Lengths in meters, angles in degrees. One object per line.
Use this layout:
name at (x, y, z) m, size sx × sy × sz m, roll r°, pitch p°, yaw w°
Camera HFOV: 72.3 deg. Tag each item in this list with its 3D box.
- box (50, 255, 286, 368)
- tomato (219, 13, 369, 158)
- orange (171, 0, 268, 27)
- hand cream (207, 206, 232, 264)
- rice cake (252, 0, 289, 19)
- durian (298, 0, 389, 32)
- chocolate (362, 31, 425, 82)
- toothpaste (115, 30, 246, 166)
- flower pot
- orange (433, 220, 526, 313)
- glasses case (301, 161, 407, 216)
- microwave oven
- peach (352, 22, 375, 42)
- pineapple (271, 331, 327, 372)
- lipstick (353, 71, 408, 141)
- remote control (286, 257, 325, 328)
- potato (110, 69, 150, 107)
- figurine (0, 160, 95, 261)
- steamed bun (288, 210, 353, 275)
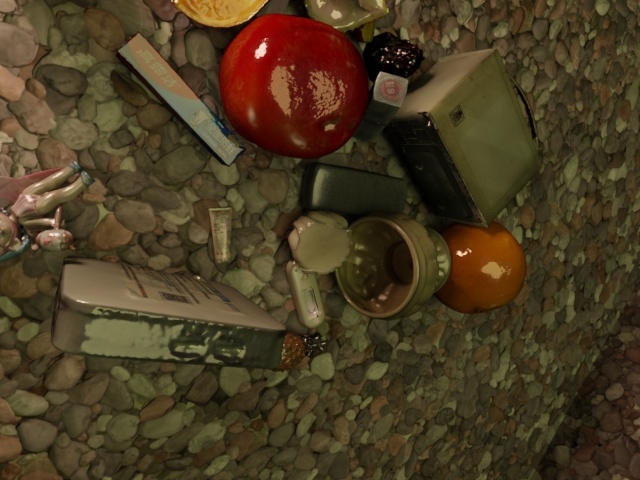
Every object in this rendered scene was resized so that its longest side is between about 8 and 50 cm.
box at (-0.307, 0.140, 0.881) m, size 0.396 × 0.396 × 0.111 m, roll 15°, pitch 92°, yaw -30°
tomato at (-0.058, -0.342, 0.984) m, size 0.325 × 0.293 × 0.290 m, roll 1°, pitch 117°, yaw -22°
orange at (-0.168, -0.600, 0.883) m, size 0.274 × 0.274 × 0.310 m, roll 29°, pitch 130°, yaw -31°
hand cream at (-0.248, -0.012, 1.094) m, size 0.061 × 0.039 × 0.143 m, roll -3°, pitch 93°, yaw -22°
rice cake at (-0.076, -0.652, 1.034) m, size 0.072 × 0.056 × 0.365 m, roll 24°, pitch 88°, yaw -29°
durian at (0.036, -0.615, 1.055) m, size 0.249 × 0.183 × 0.138 m, roll 11°, pitch 54°, yaw -47°
chocolate at (0.217, -0.495, 1.191) m, size 0.156 × 0.133 × 0.156 m, roll -7°, pitch 104°, yaw -30°
toothpaste at (-0.301, -0.301, 0.971) m, size 0.066 × 0.076 × 0.320 m, roll -48°, pitch 118°, yaw -8°
flower pot at (0.215, 0.069, 1.233) m, size 0.244 × 0.307 × 0.308 m, roll -3°, pitch 103°, yaw -45°
orange at (0.475, 0.080, 1.368) m, size 0.312 × 0.312 × 0.312 m, roll -7°, pitch 104°, yaw -28°
glasses case at (0.101, -0.135, 1.236) m, size 0.323 × 0.074 × 0.131 m, roll 5°, pitch 97°, yaw -30°
microwave oven at (0.408, -0.292, 1.276) m, size 0.333 × 0.247 × 0.394 m, roll -43°, pitch 118°, yaw -13°
peach at (0.110, -0.568, 1.159) m, size 0.077 × 0.050 × 0.083 m, roll -22°, pitch 123°, yaw -49°
pineapple at (-0.064, 0.306, 1.232) m, size 0.197 × 0.108 × 0.108 m, roll 1°, pitch 101°, yaw -41°
lipstick at (0.137, -0.322, 1.095) m, size 0.076 × 0.289 × 0.078 m, roll 14°, pitch 86°, yaw -6°
remote control at (-0.039, 0.149, 1.238) m, size 0.078 × 0.042 × 0.222 m, roll -21°, pitch 109°, yaw -23°
potato at (-0.405, -0.321, 0.937) m, size 0.093 × 0.036 × 0.037 m, roll 42°, pitch 116°, yaw -12°
figurine at (-0.556, -0.043, 0.861) m, size 0.260 × 0.103 × 0.205 m, roll -43°, pitch 93°, yaw -19°
steamed bun at (0.000, 0.000, 1.165) m, size 0.182 × 0.106 × 0.183 m, roll -7°, pitch 119°, yaw -12°
